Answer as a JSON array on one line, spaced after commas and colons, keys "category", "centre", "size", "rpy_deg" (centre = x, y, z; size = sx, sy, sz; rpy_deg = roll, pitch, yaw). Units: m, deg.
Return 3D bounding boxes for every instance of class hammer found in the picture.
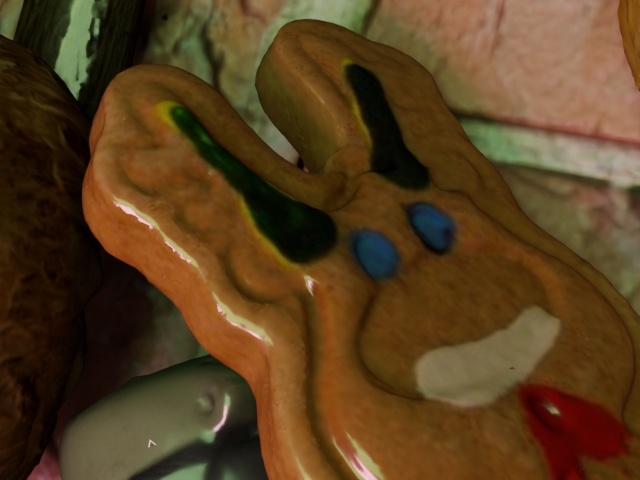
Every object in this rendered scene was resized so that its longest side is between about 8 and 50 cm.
[{"category": "hammer", "centre": [-0.093, -0.245, 0.673], "size": [0.242, 0.095, 0.409], "rpy_deg": [13, 91, 18]}]

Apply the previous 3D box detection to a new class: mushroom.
[{"category": "mushroom", "centre": [-0.185, 0.020, 0.587], "size": [0.153, 0.253, 0.253], "rpy_deg": [6, 81, -27]}]

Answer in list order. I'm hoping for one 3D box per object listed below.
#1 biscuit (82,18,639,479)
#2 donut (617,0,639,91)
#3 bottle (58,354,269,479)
[{"category": "biscuit", "centre": [0.048, 0.039, 0.529], "size": [0.334, 0.202, 0.047], "rpy_deg": [54, 138, 18]}, {"category": "donut", "centre": [0.254, -0.107, 0.523], "size": [0.277, 0.108, 0.278], "rpy_deg": [-3, 81, 17]}, {"category": "bottle", "centre": [0.013, 0.193, 0.527], "size": [0.168, 0.168, 0.347], "rpy_deg": [-35, 69, 9]}]
